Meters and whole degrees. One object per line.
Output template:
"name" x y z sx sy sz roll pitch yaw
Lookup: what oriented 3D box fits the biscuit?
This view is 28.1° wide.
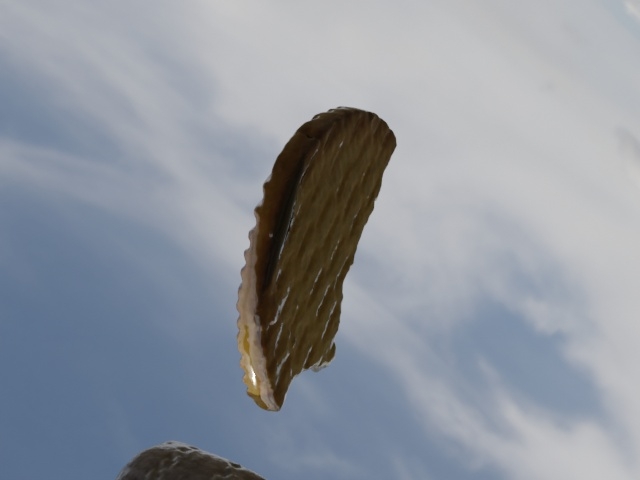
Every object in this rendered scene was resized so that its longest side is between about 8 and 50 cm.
"biscuit" -0.001 0.000 0.906 0.031 0.176 0.228 9 -146 25

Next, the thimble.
"thimble" -0.098 0.224 0.902 0.097 0.150 0.150 15 -168 22
